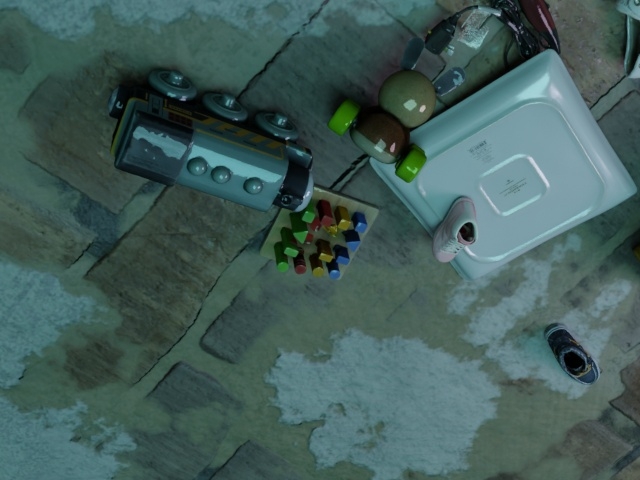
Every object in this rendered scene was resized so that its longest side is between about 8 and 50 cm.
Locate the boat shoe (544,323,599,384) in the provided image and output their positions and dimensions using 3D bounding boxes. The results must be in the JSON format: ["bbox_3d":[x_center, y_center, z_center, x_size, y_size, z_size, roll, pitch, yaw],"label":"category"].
[{"bbox_3d":[0.508,0.249,1.735,0.065,0.083,0.183,-36,121,15],"label":"boat shoe"}]

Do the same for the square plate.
[{"bbox_3d":[0.317,-0.101,1.482,0.347,0.049,0.344,-30,124,19],"label":"square plate"}]

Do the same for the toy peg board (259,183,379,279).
[{"bbox_3d":[0.000,0.000,1.507,0.161,0.079,0.161,19,119,-19],"label":"toy peg board"}]

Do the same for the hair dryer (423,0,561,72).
[{"bbox_3d":[0.299,-0.388,1.312,0.224,0.080,0.293,9,132,-23],"label":"hair dryer"}]

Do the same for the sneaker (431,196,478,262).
[{"bbox_3d":[0.227,-0.001,1.479,0.051,0.070,0.134,10,127,-13],"label":"sneaker"}]

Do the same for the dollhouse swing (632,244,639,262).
[{"bbox_3d":[0.802,0.063,1.548,0.347,0.315,0.305,-34,101,13],"label":"dollhouse swing"}]

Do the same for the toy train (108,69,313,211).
[{"bbox_3d":[-0.162,-0.139,1.327,0.334,0.190,0.142,19,119,-19],"label":"toy train"}]

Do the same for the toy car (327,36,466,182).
[{"bbox_3d":[0.128,-0.211,1.347,0.155,0.149,0.188,35,102,-3],"label":"toy car"}]

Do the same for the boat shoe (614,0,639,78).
[{"bbox_3d":[0.497,-0.366,1.325,0.096,0.098,0.277,-15,125,1],"label":"boat shoe"}]
